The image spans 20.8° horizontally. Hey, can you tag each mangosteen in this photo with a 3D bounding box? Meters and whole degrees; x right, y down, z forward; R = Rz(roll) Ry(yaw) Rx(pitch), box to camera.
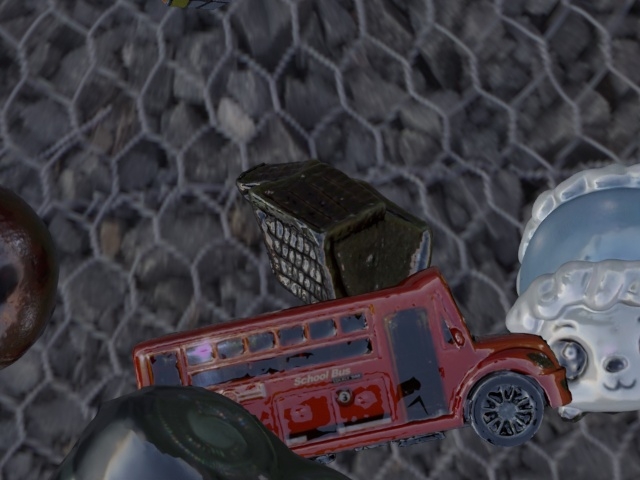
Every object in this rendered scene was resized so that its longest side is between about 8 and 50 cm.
[{"bbox_3d":[-0.258,0.029,1.203,0.153,0.152,0.152,-1,105,-3],"label":"mangosteen"}]

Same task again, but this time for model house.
[{"bbox_3d":[-0.005,-0.003,1.301,0.152,0.165,0.106,23,96,-51],"label":"model house"}]

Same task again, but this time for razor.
[{"bbox_3d":[-0.049,0.108,0.463,0.090,0.054,0.148,35,121,-3],"label":"razor"}]

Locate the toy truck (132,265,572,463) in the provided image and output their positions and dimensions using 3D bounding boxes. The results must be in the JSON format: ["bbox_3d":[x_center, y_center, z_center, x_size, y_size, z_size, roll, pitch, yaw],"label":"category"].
[{"bbox_3d":[0.019,0.085,1.051,0.253,0.107,0.114,-13,87,2],"label":"toy truck"}]

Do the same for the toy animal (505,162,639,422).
[{"bbox_3d":[0.252,0.042,1.455,0.208,0.204,0.156,-6,126,19],"label":"toy animal"}]

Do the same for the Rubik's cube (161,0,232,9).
[{"bbox_3d":[-0.084,-0.214,1.219,0.093,0.111,0.111,10,105,18],"label":"Rubik's cube"}]
